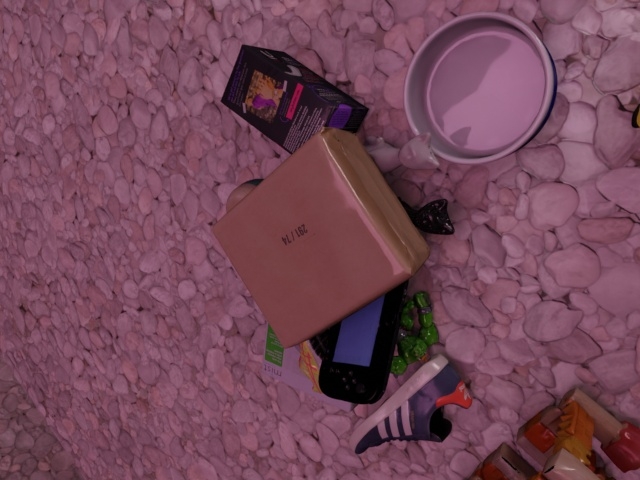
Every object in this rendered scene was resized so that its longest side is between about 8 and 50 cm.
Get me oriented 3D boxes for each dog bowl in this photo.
[{"bbox_3d":[0.295,-0.278,0.934,0.265,0.104,0.265,8,106,30],"label":"dog bowl"}]

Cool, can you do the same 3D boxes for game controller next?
[{"bbox_3d":[0.090,0.176,1.047,0.166,0.067,0.319,0,65,36],"label":"game controller"}]

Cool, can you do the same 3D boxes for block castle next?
[{"bbox_3d":[0.414,0.525,0.937,0.213,0.303,0.453,41,120,17],"label":"block castle"}]

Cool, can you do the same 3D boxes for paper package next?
[{"bbox_3d":[0.000,0.000,0.982,0.325,0.168,0.309,-36,82,29],"label":"paper package"}]

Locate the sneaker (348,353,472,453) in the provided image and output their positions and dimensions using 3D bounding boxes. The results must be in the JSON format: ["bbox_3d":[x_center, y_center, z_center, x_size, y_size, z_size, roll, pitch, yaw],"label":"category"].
[{"bbox_3d":[0.203,0.421,1.146,0.148,0.131,0.350,47,121,17],"label":"sneaker"}]

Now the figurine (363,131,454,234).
[{"bbox_3d":[0.168,-0.111,1.004,0.209,0.092,0.215,7,119,56],"label":"figurine"}]

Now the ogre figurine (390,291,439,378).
[{"bbox_3d":[0.186,0.216,1.108,0.118,0.197,0.097,52,149,-10],"label":"ogre figurine"}]

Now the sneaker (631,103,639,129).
[{"bbox_3d":[0.649,-0.105,0.761,0.385,0.145,0.147,56,154,5],"label":"sneaker"}]

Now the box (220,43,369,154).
[{"bbox_3d":[-0.059,-0.301,1.113,0.270,0.165,0.143,40,119,19],"label":"box"}]

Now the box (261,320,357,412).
[{"bbox_3d":[0.001,0.253,1.237,0.262,0.127,0.231,17,108,26],"label":"box"}]

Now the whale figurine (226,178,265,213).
[{"bbox_3d":[-0.140,-0.036,1.270,0.216,0.141,0.272,30,140,23],"label":"whale figurine"}]

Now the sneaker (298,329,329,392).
[{"bbox_3d":[-0.020,0.258,1.129,0.094,0.081,0.208,-22,89,34],"label":"sneaker"}]
